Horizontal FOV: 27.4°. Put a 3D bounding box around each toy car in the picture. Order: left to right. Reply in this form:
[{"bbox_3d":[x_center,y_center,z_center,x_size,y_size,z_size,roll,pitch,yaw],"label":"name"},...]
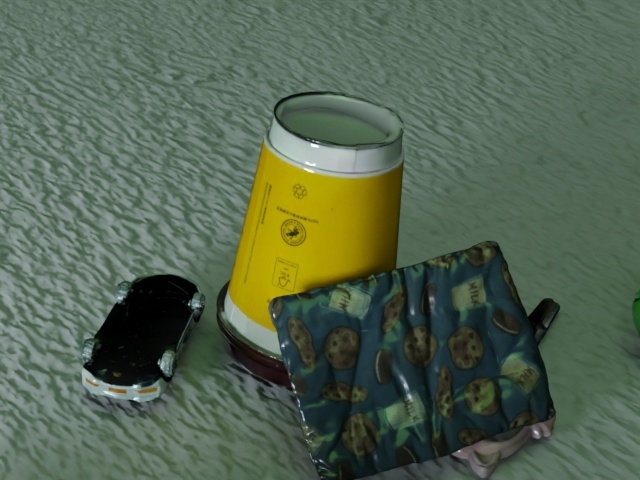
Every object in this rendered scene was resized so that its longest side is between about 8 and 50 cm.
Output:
[{"bbox_3d":[-0.181,0.098,1.366,0.095,0.056,0.205,7,28,7],"label":"toy car"}]

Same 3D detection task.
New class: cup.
[{"bbox_3d":[0.000,0.000,1.340,0.197,0.279,0.196,7,28,-4],"label":"cup"}]

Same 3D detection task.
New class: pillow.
[{"bbox_3d":[0.091,0.114,1.250,0.256,0.034,0.188,-14,77,-19],"label":"pillow"}]

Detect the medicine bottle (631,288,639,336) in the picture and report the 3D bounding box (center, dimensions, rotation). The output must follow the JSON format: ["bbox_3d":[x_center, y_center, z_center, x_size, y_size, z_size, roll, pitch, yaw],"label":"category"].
[{"bbox_3d":[0.447,0.032,1.462,0.133,0.133,0.274,22,37,28],"label":"medicine bottle"}]

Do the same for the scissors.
[{"bbox_3d":[0.188,0.136,1.369,0.160,0.024,0.317,17,34,22],"label":"scissors"}]
